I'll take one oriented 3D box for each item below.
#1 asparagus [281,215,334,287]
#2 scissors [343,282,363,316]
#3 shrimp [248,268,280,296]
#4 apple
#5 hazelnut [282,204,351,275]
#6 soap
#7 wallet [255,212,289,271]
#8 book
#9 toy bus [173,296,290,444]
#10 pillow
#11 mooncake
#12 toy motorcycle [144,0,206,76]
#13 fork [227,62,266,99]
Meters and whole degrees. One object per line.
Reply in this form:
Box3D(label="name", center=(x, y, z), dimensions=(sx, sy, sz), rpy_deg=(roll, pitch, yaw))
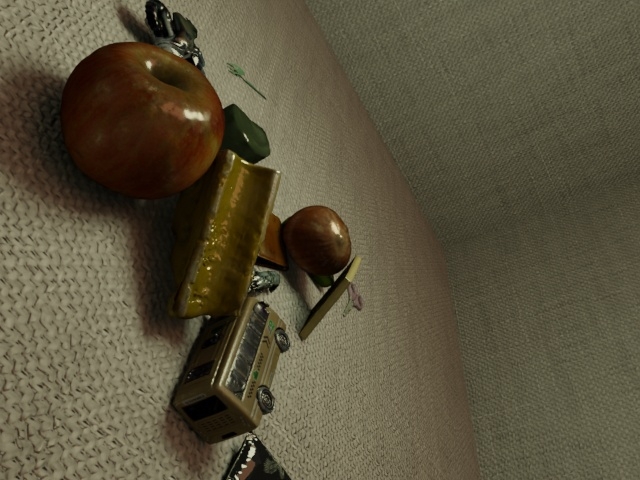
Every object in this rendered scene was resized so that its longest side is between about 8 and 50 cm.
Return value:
Box3D(label="asparagus", center=(-0.043, 0.034, 1.832), dimensions=(0.277, 0.060, 0.067), rpy_deg=(58, 42, -26))
Box3D(label="scissors", center=(0.109, 0.215, 2.081), dimensions=(0.110, 0.021, 0.212), rpy_deg=(63, 20, -8))
Box3D(label="shrimp", center=(-0.147, 0.091, 1.491), dimensions=(0.082, 0.076, 0.174), rpy_deg=(50, 15, 17))
Box3D(label="apple", center=(-0.327, -0.204, 1.104), dimensions=(0.301, 0.302, 0.301), rpy_deg=(52, 26, -38))
Box3D(label="hazelnut", center=(0.000, 0.000, 1.695), dimensions=(0.176, 0.214, 0.214), rpy_deg=(-48, 120, -29))
Box3D(label="soap", center=(-0.235, 0.007, 1.262), dimensions=(0.169, 0.304, 0.338), rpy_deg=(20, 78, -21))
Box3D(label="wallet", center=(-0.148, -0.005, 1.635), dimensions=(0.195, 0.042, 0.160), rpy_deg=(26, 52, -67))
Box3D(label="book", center=(0.027, 0.155, 1.660), dimensions=(0.026, 0.231, 0.161), rpy_deg=(36, 25, -2))
Box3D(label="toy bus", center=(-0.171, 0.240, 1.189), dimensions=(0.157, 0.139, 0.289), rpy_deg=(53, 28, -24))
Box3D(label="pillow", center=(-0.110, 0.491, 1.195), dimensions=(0.208, 0.055, 0.141), rpy_deg=(59, 28, -23))
Box3D(label="mooncake", center=(-0.217, -0.286, 1.650), dimensions=(0.175, 0.104, 0.168), rpy_deg=(58, 26, -20))
Box3D(label="toy motorcycle", center=(-0.354, -0.475, 1.500), dimensions=(0.270, 0.106, 0.159), rpy_deg=(40, 37, -72))
Box3D(label="fork", center=(-0.230, -0.519, 1.972), dimensions=(0.235, 0.021, 0.039), rpy_deg=(26, 49, -61))
